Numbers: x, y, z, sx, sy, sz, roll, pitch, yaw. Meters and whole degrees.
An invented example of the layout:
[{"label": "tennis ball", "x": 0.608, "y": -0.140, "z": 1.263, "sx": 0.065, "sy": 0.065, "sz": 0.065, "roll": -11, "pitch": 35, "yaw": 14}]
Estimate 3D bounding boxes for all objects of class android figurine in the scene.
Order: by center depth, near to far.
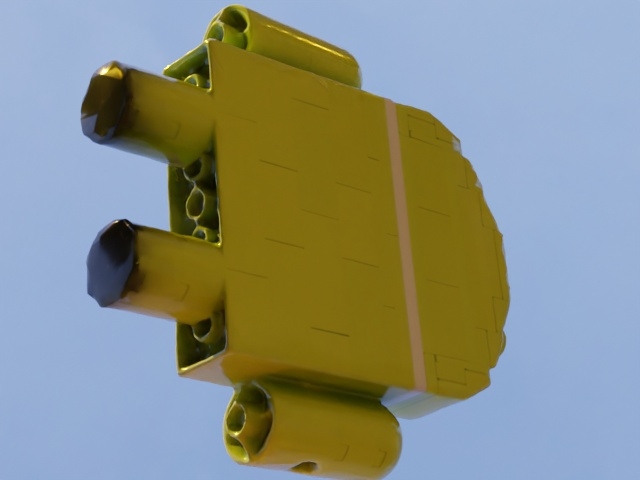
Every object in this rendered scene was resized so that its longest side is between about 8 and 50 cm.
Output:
[{"label": "android figurine", "x": 0.000, "y": 0.000, "z": 0.882, "sx": 0.273, "sy": 0.056, "sz": 0.248, "roll": 14, "pitch": -120, "yaw": -41}]
